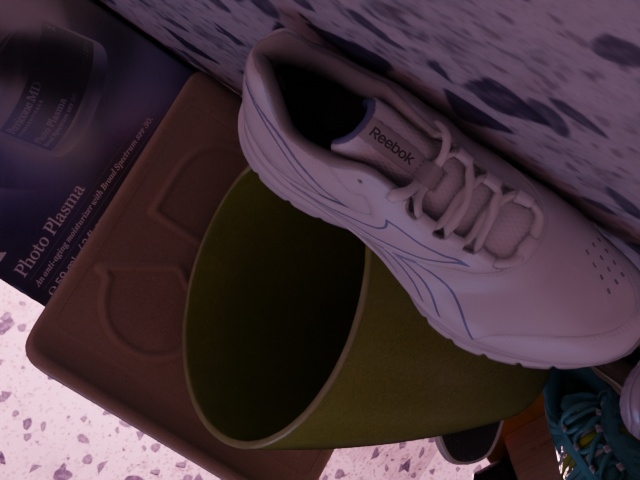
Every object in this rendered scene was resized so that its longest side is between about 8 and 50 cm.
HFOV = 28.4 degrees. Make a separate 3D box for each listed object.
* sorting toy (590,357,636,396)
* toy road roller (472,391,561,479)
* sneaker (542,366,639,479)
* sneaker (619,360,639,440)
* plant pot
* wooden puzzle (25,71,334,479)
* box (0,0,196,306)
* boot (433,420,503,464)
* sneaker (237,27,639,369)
[{"bbox_3d":[0.297,0.121,1.341,0.307,0.041,0.229,37,180,36],"label":"sorting toy"},{"bbox_3d":[0.320,0.272,1.539,0.329,0.202,0.241,48,-163,-33],"label":"toy road roller"},{"bbox_3d":[0.249,0.194,1.138,0.110,0.107,0.275,61,-174,-20],"label":"sneaker"},{"bbox_3d":[0.366,0.194,1.021,0.268,0.101,0.153,37,178,-27],"label":"sneaker"},{"bbox_3d":[0.068,0.077,1.170,0.293,0.275,0.275,17,-173,-35],"label":"plant pot"},{"bbox_3d":[-0.082,0.054,1.274,0.322,0.348,0.080,34,159,-15],"label":"wooden puzzle"},{"bbox_3d":[-0.324,-0.128,1.345,0.294,0.296,0.183,34,178,-15],"label":"box"},{"bbox_3d":[0.146,0.128,1.473,0.088,0.244,0.176,-7,-174,-10],"label":"boot"},{"bbox_3d":[0.063,-0.022,0.753,0.297,0.111,0.129,32,171,13],"label":"sneaker"}]
